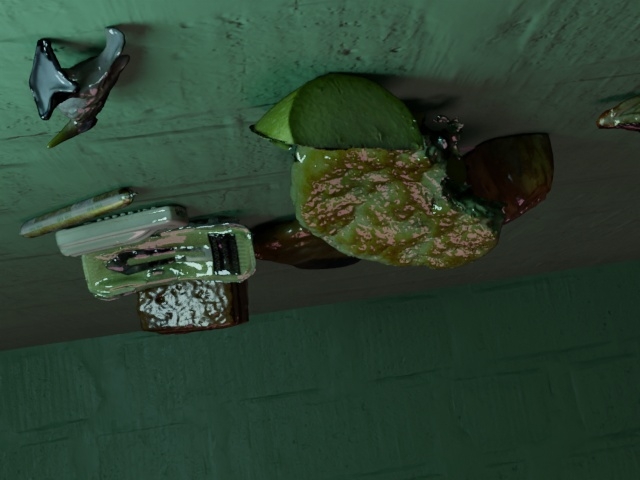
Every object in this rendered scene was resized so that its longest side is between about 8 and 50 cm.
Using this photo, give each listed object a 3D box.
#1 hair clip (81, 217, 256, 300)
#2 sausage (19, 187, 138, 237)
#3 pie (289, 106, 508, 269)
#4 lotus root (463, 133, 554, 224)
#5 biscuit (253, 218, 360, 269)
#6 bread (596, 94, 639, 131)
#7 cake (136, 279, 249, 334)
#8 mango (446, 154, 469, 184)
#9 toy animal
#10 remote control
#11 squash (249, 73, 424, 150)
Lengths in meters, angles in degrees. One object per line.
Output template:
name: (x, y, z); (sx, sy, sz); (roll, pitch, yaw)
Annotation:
hair clip: (-0.284, 0.026, 1.720); (0.322, 0.138, 0.091); (-6, -161, -1)
sausage: (-0.393, -0.043, 1.455); (0.269, 0.032, 0.033); (-15, 168, 31)
pie: (0.110, -0.061, 1.343); (0.297, 0.078, 0.371); (-14, 143, 25)
lotus root: (0.306, -0.109, 1.478); (0.159, 0.135, 0.095); (-29, 161, 25)
biscuit: (0.000, 0.000, 1.911); (0.335, 0.078, 0.329); (-11, 166, -2)
bread: (0.541, -0.181, 1.356); (0.269, 0.095, 0.139); (16, 155, -34)
cake: (-0.258, 0.093, 1.902); (0.199, 0.196, 0.293); (-8, 175, 4)
mango: (0.131, -0.091, 1.479); (0.137, 0.091, 0.238); (4, 168, -39)
toy animal: (-0.241, -0.148, 0.922); (0.105, 0.070, 0.202); (-25, 170, -16)
remote control: (-0.348, -0.016, 1.591); (0.230, 0.049, 0.090); (-13, 172, 14)
squash: (0.008, -0.160, 1.089); (0.192, 0.085, 0.184); (0, -164, -28)
